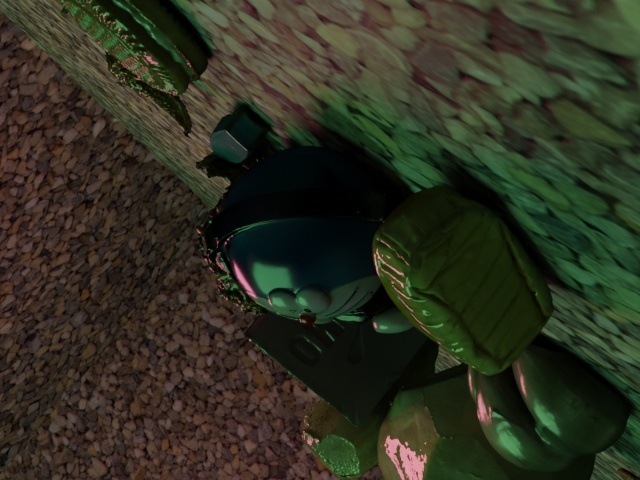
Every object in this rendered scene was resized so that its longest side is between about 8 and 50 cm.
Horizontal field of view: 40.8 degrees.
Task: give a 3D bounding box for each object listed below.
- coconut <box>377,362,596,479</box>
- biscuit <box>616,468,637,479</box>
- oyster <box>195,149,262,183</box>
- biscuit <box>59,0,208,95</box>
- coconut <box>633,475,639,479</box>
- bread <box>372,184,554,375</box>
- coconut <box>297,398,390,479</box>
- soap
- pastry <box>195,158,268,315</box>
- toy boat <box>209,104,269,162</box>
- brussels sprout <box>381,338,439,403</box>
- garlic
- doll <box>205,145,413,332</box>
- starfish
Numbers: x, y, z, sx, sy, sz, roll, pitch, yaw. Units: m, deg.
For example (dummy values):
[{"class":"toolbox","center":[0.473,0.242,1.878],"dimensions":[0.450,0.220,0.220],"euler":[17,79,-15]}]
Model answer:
[{"class":"coconut","center":[0.318,0.406,1.611],"dimensions":[0.415,0.415,0.345],"euler":[29,144,59]},{"class":"biscuit","center":[0.685,0.528,1.839],"dimensions":[0.120,0.015,0.120],"euler":[39,175,4]},{"class":"oyster","center":[-0.165,-0.143,1.599],"dimensions":[0.128,0.078,0.345],"euler":[16,-169,-10]},{"class":"biscuit","center":[-0.267,-0.301,1.207],"dimensions":[0.259,0.079,0.259],"euler":[38,174,5]},{"class":"coconut","center":[0.559,0.469,1.338],"dimensions":[0.224,0.224,0.224],"euler":[39,174,5]},{"class":"bread","center":[0.149,0.039,0.914],"dimensions":[0.236,0.140,0.106],"euler":[48,173,-39]},{"class":"coconut","center":[0.068,0.391,1.790],"dimensions":[0.194,0.194,0.194],"euler":[39,174,5]},{"class":"soap","center":[0.050,0.160,1.663],"dimensions":[0.285,0.296,0.107],"euler":[39,174,-11]},{"class":"pastry","center":[-0.065,-0.003,1.372],"dimensions":[0.193,0.275,0.275],"euler":[32,171,24]},{"class":"toy boat","center":[-0.134,-0.178,1.419],"dimensions":[0.075,0.077,0.185],"euler":[41,165,-10]},{"class":"brussels sprout","center":[0.129,0.229,1.929],"dimensions":[0.328,0.247,0.328],"euler":[35,-173,-5]},{"class":"garlic","center":[0.345,0.233,1.317],"dimensions":[0.292,0.210,0.237],"euler":[37,-151,-16]},{"class":"doll","center":[0.002,0.005,1.164],"dimensions":[0.284,0.240,0.310],"euler":[-12,162,27]},{"class":"starfish","center":[-0.306,-0.287,1.533],"dimensions":[0.293,0.084,0.301],"euler":[34,168,51]}]
